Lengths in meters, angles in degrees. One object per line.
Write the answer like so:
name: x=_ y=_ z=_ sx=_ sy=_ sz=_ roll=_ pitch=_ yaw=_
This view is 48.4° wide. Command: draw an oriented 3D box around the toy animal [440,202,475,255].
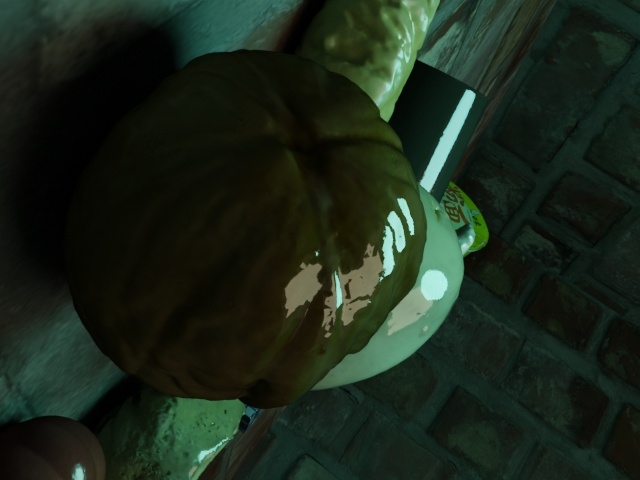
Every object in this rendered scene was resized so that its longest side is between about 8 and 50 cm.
toy animal: x=0.105 y=0.008 z=1.363 sx=0.266 sy=0.188 sz=0.308 roll=-65 pitch=-154 yaw=20

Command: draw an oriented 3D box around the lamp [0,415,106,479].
lamp: x=-0.283 y=0.261 z=0.689 sx=0.182 sy=0.140 sz=0.182 roll=-56 pitch=173 yaw=-11

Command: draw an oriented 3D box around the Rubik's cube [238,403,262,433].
Rubik's cube: x=-0.175 y=0.363 z=1.616 sx=0.092 sy=0.092 sz=0.092 roll=-48 pitch=167 yaw=-36

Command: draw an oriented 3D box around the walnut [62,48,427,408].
walnut: x=-0.059 y=0.002 z=0.580 sx=0.277 sy=0.252 sz=0.313 roll=-48 pitch=177 yaw=-35

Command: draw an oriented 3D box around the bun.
bun: x=-0.230 y=0.284 z=0.962 sx=0.259 sy=0.152 sz=0.259 roll=-48 pitch=179 yaw=-1

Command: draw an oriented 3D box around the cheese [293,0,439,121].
cheese: x=0.055 y=-0.217 z=0.817 sx=0.214 sy=0.117 sz=0.226 roll=-60 pitch=174 yaw=7

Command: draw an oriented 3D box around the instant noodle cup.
instant noodle cup: x=0.276 y=-0.024 z=1.980 sx=0.221 sy=0.311 sz=0.311 roll=-51 pitch=174 yaw=35

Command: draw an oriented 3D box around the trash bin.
trash bin: x=0.101 y=-0.104 z=1.095 sx=0.333 sy=0.214 sz=0.214 roll=-63 pitch=168 yaw=10

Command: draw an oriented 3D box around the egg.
egg: x=-0.001 y=0.046 z=0.884 sx=0.345 sy=0.283 sz=0.283 roll=-32 pitch=175 yaw=13
